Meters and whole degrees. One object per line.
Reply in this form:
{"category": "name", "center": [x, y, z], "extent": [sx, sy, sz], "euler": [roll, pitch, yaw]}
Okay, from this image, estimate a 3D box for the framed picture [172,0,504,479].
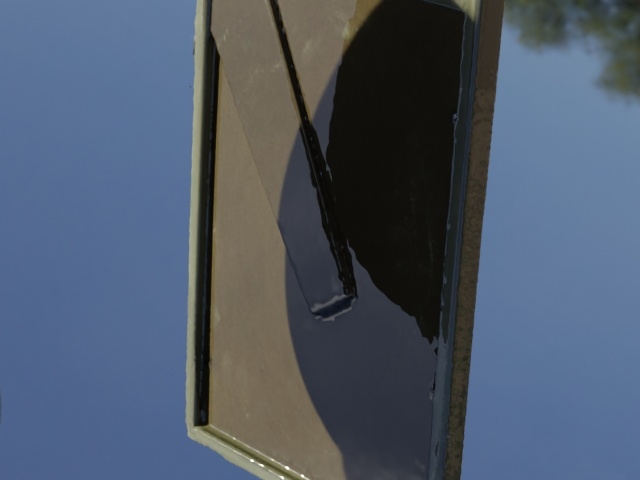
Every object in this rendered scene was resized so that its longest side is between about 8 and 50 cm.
{"category": "framed picture", "center": [0.000, 0.000, 0.861], "extent": [0.023, 0.259, 0.189], "euler": [-10, -160, -38]}
